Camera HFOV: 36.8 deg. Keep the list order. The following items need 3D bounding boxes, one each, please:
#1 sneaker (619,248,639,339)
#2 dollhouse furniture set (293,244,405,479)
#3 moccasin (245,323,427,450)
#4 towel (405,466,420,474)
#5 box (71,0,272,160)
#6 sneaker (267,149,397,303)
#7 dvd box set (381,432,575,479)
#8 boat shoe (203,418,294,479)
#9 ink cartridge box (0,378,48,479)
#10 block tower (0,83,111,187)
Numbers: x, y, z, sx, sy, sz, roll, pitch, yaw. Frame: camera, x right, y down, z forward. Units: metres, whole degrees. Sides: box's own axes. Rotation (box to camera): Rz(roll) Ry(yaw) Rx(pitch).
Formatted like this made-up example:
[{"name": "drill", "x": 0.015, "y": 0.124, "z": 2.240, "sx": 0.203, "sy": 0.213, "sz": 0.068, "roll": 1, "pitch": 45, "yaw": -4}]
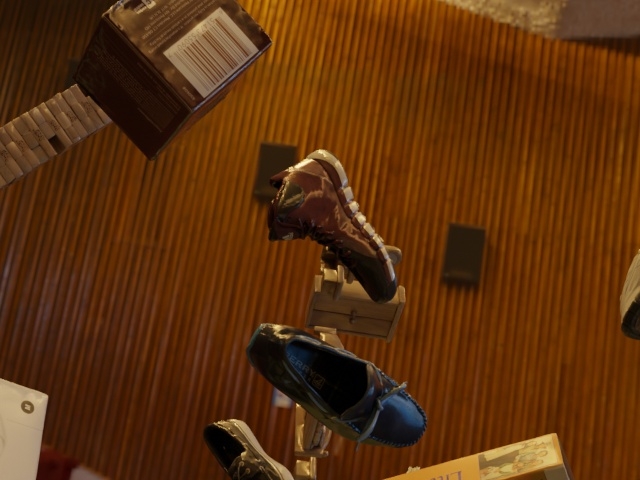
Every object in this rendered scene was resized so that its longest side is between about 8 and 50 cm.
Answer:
[{"name": "sneaker", "x": 0.640, "y": 0.042, "z": 1.828, "sx": 0.111, "sy": 0.297, "sz": 0.129, "roll": 18, "pitch": 27, "yaw": -9}, {"name": "dollhouse furniture set", "x": 0.065, "y": 0.218, "z": 1.702, "sx": 0.173, "sy": 0.356, "sz": 0.303, "roll": 8, "pitch": -49, "yaw": -7}, {"name": "moccasin", "x": 0.038, "y": 0.242, "z": 1.483, "sx": 0.342, "sy": 0.138, "sz": 0.116, "roll": 28, "pitch": -14, "yaw": -27}, {"name": "towel", "x": 0.170, "y": 0.530, "z": 1.884, "sx": 0.023, "sy": 0.152, "sz": 0.113, "roll": 4, "pitch": 6, "yaw": 19}, {"name": "box", "x": -0.205, "y": -0.245, "z": 1.308, "sx": 0.167, "sy": 0.168, "sz": 0.203, "roll": 47, "pitch": -29, "yaw": -8}, {"name": "sneaker", "x": 0.000, "y": 0.000, "z": 1.589, "sx": 0.162, "sy": 0.281, "sz": 0.106, "roll": -24, "pitch": -10, "yaw": -26}, {"name": "dvd box set", "x": 0.108, "y": 0.403, "z": 1.070, "sx": 0.420, "sy": 0.308, "sz": 0.062, "roll": -18, "pitch": 21, "yaw": 13}, {"name": "boat shoe", "x": -0.119, "y": 0.363, "z": 1.539, "sx": 0.076, "sy": 0.080, "sz": 0.228, "roll": 10, "pitch": 25, "yaw": -39}, {"name": "ink cartridge box", "x": -0.359, "y": 0.203, "z": 0.839, "sx": 0.224, "sy": 0.223, "sz": 0.045, "roll": 25, "pitch": -47, "yaw": -31}, {"name": "block tower", "x": -0.501, "y": -0.183, "z": 1.708, "sx": 0.097, "sy": 0.335, "sz": 0.091, "roll": 56, "pitch": -25, "yaw": -10}]
